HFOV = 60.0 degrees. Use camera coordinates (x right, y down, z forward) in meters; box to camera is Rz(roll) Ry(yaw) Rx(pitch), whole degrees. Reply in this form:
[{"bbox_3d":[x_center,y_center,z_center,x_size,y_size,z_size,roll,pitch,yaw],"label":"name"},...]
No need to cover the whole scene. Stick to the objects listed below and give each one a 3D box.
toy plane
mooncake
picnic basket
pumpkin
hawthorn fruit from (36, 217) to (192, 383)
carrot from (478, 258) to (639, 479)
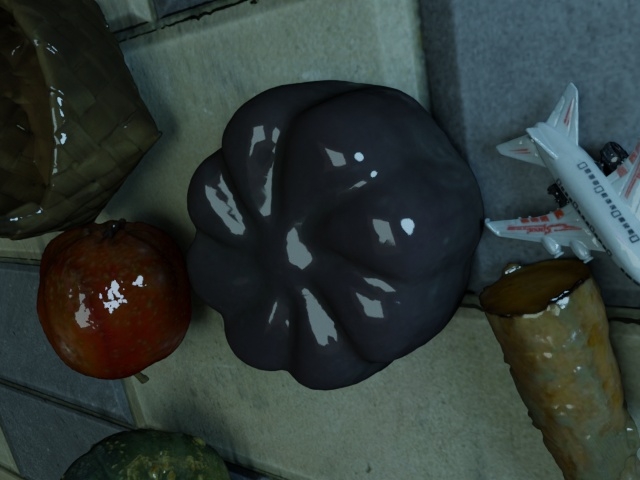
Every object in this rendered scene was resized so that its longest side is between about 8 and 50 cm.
[{"bbox_3d":[0.213,-0.030,0.425,0.171,0.066,0.162,55,130,11],"label":"toy plane"},{"bbox_3d":[0.000,0.000,0.544,0.306,0.154,0.305,14,115,32],"label":"mooncake"},{"bbox_3d":[-0.417,-0.136,0.666,0.337,0.337,0.292,-37,78,40],"label":"picnic basket"},{"bbox_3d":[-0.252,0.445,0.840,0.257,0.292,0.327,-6,97,59],"label":"pumpkin"},{"bbox_3d":[-0.275,0.098,0.757,0.205,0.205,0.253,13,114,32],"label":"hawthorn fruit"},{"bbox_3d":[0.224,0.147,0.482,0.102,0.102,0.262,-15,101,39],"label":"carrot"}]
